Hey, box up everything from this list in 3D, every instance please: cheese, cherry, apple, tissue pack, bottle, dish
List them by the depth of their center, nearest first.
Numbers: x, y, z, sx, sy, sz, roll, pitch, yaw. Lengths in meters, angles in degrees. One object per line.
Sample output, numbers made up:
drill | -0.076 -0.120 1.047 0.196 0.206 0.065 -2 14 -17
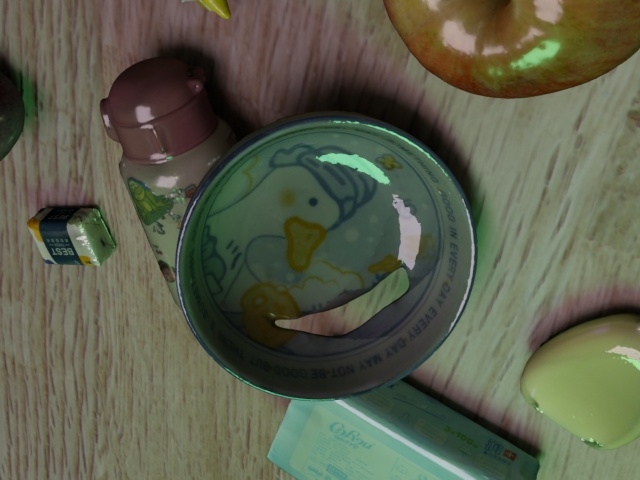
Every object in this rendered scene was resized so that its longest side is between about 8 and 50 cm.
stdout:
apple | 0.150 -0.203 0.969 0.209 0.164 0.209 13 120 23
cheese | 0.288 0.097 1.217 0.127 0.054 0.251 34 136 -2
dish | 0.000 0.000 1.258 0.273 0.134 0.273 -2 111 -6
bottle | -0.127 -0.055 1.301 0.120 0.120 0.253 1 126 32
cherry | -0.389 -0.156 1.399 0.188 0.115 0.148 48 175 -2
tissue pack | 0.086 0.233 1.437 0.263 0.089 0.177 31 135 10
tissue pack | -0.276 -0.004 1.493 0.083 0.042 0.062 1 124 31

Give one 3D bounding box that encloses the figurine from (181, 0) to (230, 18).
figurine | -0.123 -0.266 1.151 0.178 0.109 0.129 51 161 -15
